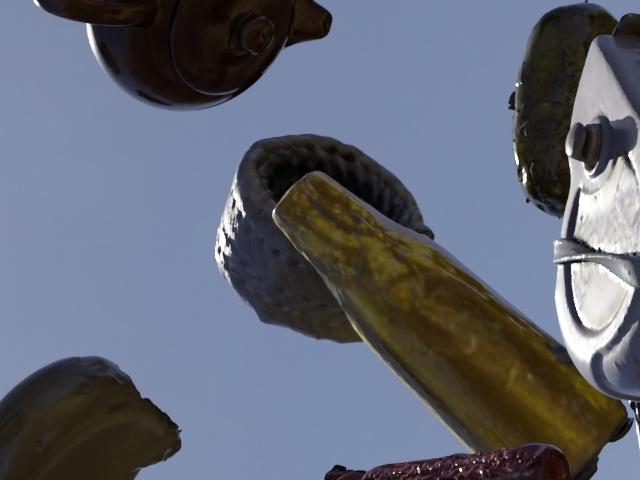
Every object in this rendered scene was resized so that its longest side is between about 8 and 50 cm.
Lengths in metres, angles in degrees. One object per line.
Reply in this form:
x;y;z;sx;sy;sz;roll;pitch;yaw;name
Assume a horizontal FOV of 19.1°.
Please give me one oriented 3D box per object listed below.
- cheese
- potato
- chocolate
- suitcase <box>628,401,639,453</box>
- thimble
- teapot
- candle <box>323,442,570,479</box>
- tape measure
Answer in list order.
-0.242;0.197;1.753;0.202;0.091;0.175;-40;-39;0;cheese
0.286;-0.147;2.121;0.113;0.149;0.251;13;-98;-54;potato
0.130;0.094;2.038;0.162;0.445;0.162;-46;-6;-6;chocolate
0.531;0.220;2.250;0.188;0.345;0.339;17;-122;-29;suitcase
0.000;0.000;2.255;0.217;0.245;0.157;-49;-16;-50;thimble
-0.098;-0.176;1.425;0.252;0.135;0.178;-4;-66;-44;teapot
0.099;0.200;1.539;0.051;0.329;0.048;48;-119;-14;candle
0.208;-0.001;1.152;0.236;0.120;0.197;-106;27;-59;tape measure
